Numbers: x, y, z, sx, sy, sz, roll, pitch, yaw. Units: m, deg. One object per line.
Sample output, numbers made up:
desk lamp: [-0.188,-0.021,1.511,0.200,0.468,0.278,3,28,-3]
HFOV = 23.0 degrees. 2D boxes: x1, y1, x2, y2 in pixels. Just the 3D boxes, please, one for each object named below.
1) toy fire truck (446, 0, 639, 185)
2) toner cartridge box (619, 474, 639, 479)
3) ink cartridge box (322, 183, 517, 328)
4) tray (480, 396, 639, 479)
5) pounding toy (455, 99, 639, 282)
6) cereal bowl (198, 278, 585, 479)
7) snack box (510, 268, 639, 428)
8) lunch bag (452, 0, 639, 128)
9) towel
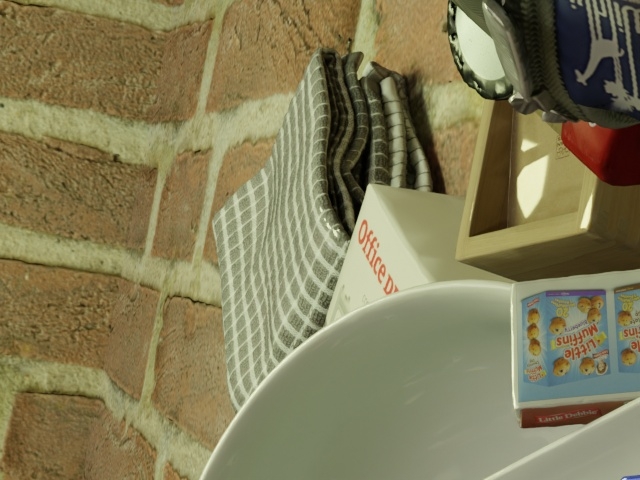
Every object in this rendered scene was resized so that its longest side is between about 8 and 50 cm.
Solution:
toy fire truck: [0.149,-0.086,0.475,0.246,0.158,0.217,51,138,44]
toner cartridge box: [0.182,0.240,0.470,0.165,0.075,0.347,-13,65,36]
ink cartridge box: [0.064,0.130,1.016,0.207,0.117,0.283,-116,40,-64]
tray: [0.074,0.179,0.658,0.270,0.030,0.145,-34,54,27]
pounding toy: [0.179,-0.074,0.831,0.206,0.094,0.181,-16,59,61]
cereal bowl: [0.086,0.196,0.758,0.339,0.141,0.339,-16,64,37]
snack box: [0.169,0.039,0.655,0.022,0.178,0.064,62,-154,-53]
lunch bag: [0.044,-0.203,0.362,0.305,0.213,0.256,51,145,32]
towel: [0.000,0.000,1.310,0.283,0.121,0.235,-98,26,-49]
